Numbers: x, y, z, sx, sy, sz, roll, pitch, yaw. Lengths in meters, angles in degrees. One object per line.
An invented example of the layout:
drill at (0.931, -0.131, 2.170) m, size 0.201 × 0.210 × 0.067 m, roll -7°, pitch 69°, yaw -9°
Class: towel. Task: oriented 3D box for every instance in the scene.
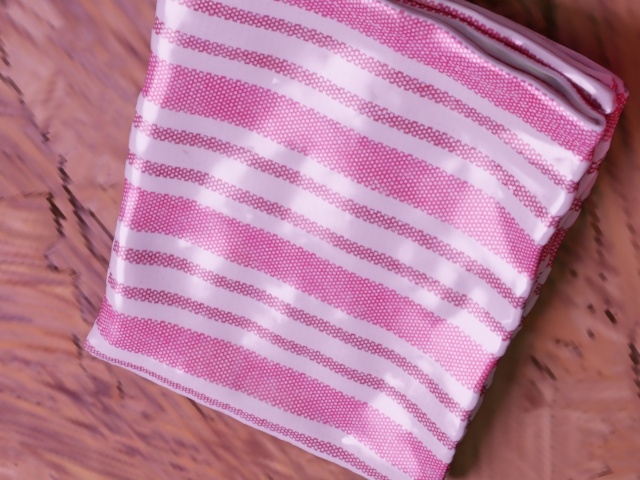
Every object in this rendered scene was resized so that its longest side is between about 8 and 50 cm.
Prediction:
towel at (0.000, 0.000, 0.490) m, size 0.144 × 0.029 × 0.197 m, roll 24°, pitch 130°, yaw 6°
